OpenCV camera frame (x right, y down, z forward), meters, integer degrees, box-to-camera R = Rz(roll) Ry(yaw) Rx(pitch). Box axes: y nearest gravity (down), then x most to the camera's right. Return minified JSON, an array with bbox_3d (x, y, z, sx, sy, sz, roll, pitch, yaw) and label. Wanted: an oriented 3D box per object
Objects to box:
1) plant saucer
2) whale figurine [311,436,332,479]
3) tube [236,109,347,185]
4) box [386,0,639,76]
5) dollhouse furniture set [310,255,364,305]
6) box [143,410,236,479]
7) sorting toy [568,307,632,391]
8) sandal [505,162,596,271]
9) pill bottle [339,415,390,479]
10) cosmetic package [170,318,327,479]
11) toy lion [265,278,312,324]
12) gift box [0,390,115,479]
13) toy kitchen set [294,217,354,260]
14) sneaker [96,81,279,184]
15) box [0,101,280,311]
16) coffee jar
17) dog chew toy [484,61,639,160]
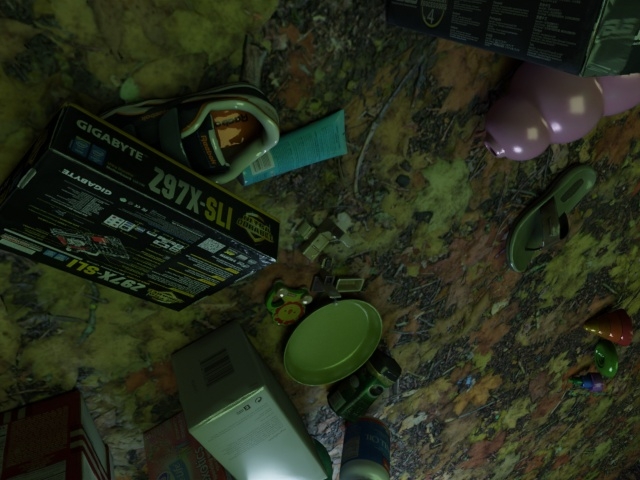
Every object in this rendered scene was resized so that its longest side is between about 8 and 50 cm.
[{"bbox_3d":[0.025,0.221,1.077,0.240,0.037,0.241,-14,125,-20],"label":"plant saucer"},{"bbox_3d":[-0.025,0.583,1.193,0.141,0.216,0.272,-54,129,-30],"label":"whale figurine"},{"bbox_3d":[-0.044,-0.149,0.803,0.207,0.052,0.080,-23,133,-20],"label":"tube"},{"bbox_3d":[0.325,-0.315,0.669,0.318,0.395,0.097,-11,124,-20],"label":"box"},{"bbox_3d":[0.054,0.086,0.978,0.114,0.081,0.091,1,119,-28],"label":"dollhouse furniture set"},{"bbox_3d":[-0.230,0.493,0.943,0.142,0.300,0.154,-29,129,-9],"label":"box"},{"bbox_3d":[0.920,0.378,1.632,0.126,0.127,0.366,1,126,5],"label":"sorting toy"},{"bbox_3d":[0.554,-0.050,1.154,0.120,0.086,0.303,28,104,-37],"label":"sandal"},{"bbox_3d":[0.112,0.561,1.203,0.124,0.222,0.124,3,117,7],"label":"pill bottle"},{"bbox_3d":[-0.134,0.362,0.982,0.155,0.197,0.366,-29,127,-9],"label":"cosmetic package"},{"bbox_3d":[-0.070,0.131,0.977,0.100,0.034,0.096,21,116,-36],"label":"toy lion"},{"bbox_3d":[-0.489,0.466,0.814,0.254,0.276,0.258,-12,126,-15],"label":"gift box"},{"bbox_3d":[0.000,0.000,0.899,0.083,0.075,0.068,-49,128,2],"label":"toy kitchen set"},{"bbox_3d":[-0.209,-0.132,0.676,0.320,0.127,0.126,-25,129,-10],"label":"sneaker"},{"bbox_3d":[-0.257,-0.015,0.674,0.257,0.080,0.322,-26,139,37],"label":"box"},{"bbox_3d":[0.108,0.350,1.175,0.184,0.079,0.096,-47,127,7],"label":"coffee jar"},{"bbox_3d":[0.451,-0.277,0.895,0.331,0.207,0.206,-40,130,11],"label":"dog chew toy"}]
